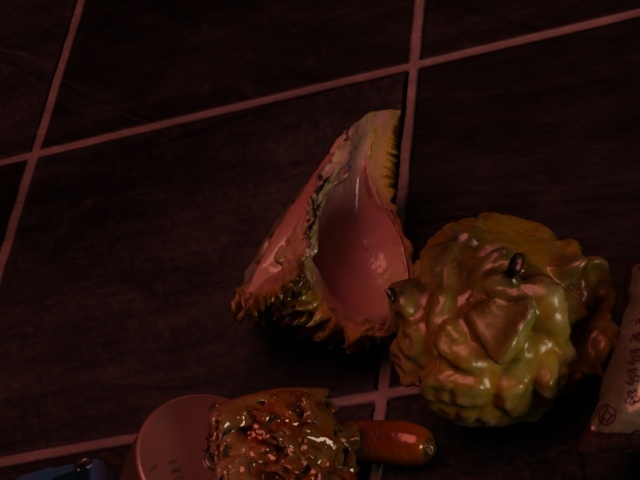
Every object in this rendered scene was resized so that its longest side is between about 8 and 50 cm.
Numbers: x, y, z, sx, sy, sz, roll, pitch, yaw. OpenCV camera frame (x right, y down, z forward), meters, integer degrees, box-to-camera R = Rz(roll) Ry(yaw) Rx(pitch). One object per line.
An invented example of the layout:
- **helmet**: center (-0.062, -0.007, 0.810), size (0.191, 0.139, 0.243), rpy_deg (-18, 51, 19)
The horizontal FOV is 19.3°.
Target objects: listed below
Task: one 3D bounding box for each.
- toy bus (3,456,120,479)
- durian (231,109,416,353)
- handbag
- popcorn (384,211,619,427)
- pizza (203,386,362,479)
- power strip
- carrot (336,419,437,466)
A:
- **toy bus**: center (-0.225, 0.317, 1.716), size (0.133, 0.116, 0.234), rpy_deg (-21, 41, 12)
- **durian**: center (-0.009, 0.011, 1.905), size (0.195, 0.185, 0.305), rpy_deg (-27, 31, 32)
- **handbag**: center (0.351, 0.101, 1.611), size (0.235, 0.127, 0.213), rpy_deg (0, 45, 26)
- **popcorn**: center (0.167, 0.069, 1.716), size (0.189, 0.169, 0.218), rpy_deg (7, 55, 35)
- **pizza**: center (-0.023, 0.220, 1.663), size (0.147, 0.069, 0.226), rpy_deg (11, 50, -22)
- **power strip**: center (-0.108, 0.222, 1.721), size (0.154, 0.078, 0.154), rpy_deg (13, 48, -15)
- **carrot**: center (0.000, 0.189, 1.784), size (0.248, 0.043, 0.043), rpy_deg (-1, 46, 31)
